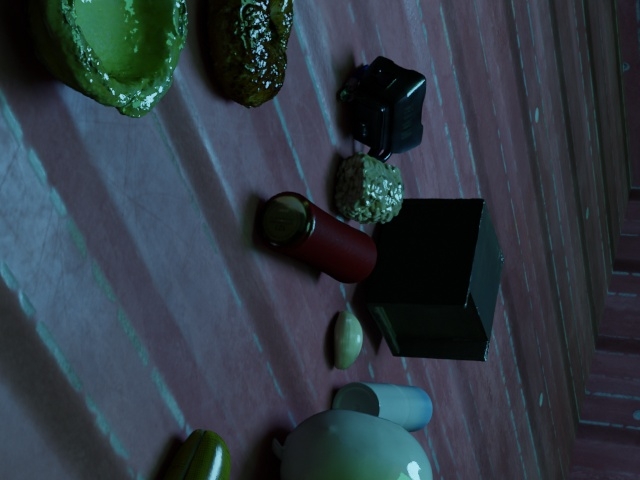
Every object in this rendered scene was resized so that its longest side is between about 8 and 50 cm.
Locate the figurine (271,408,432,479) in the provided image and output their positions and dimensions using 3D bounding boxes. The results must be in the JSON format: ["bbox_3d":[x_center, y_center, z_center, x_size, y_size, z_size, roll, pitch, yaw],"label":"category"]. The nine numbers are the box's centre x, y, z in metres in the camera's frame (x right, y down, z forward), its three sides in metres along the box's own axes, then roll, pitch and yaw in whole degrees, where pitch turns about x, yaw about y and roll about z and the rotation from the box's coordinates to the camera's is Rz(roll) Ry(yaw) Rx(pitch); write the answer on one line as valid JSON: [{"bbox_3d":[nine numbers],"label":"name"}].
[{"bbox_3d":[0.011,0.419,1.537,0.274,0.226,0.394,133,-29,-82],"label":"figurine"}]

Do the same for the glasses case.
[{"bbox_3d":[-0.151,0.309,1.240,0.079,0.064,0.234,77,27,-50],"label":"glasses case"}]

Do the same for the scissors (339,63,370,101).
[{"bbox_3d":[0.050,-0.220,1.679,0.113,0.012,0.039,-44,133,-57],"label":"scissors"}]

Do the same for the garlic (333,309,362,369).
[{"bbox_3d":[0.036,0.144,1.676,0.053,0.041,0.083,-160,-103,-71],"label":"garlic"}]

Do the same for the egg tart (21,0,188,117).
[{"bbox_3d":[-0.194,-0.205,1.034,0.197,0.078,0.197,2,90,-66],"label":"egg tart"}]

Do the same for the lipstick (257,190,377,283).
[{"bbox_3d":[0.000,0.000,1.519,0.241,0.080,0.080,29,68,-66],"label":"lipstick"}]

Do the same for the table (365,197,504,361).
[{"bbox_3d":[0.173,0.060,1.815,0.169,0.172,0.193,62,35,-51],"label":"table"}]

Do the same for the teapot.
[{"bbox_3d":[0.086,-0.178,1.667,0.096,0.087,0.177,-39,146,-35],"label":"teapot"}]

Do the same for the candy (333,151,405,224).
[{"bbox_3d":[0.067,-0.071,1.675,0.110,0.085,0.095,31,57,-52],"label":"candy"}]

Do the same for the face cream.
[{"bbox_3d":[0.099,0.256,1.793,0.250,0.077,0.077,21,74,-66],"label":"face cream"}]

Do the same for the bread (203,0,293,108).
[{"bbox_3d":[-0.073,-0.246,1.330,0.193,0.064,0.193,4,90,-70],"label":"bread"}]
